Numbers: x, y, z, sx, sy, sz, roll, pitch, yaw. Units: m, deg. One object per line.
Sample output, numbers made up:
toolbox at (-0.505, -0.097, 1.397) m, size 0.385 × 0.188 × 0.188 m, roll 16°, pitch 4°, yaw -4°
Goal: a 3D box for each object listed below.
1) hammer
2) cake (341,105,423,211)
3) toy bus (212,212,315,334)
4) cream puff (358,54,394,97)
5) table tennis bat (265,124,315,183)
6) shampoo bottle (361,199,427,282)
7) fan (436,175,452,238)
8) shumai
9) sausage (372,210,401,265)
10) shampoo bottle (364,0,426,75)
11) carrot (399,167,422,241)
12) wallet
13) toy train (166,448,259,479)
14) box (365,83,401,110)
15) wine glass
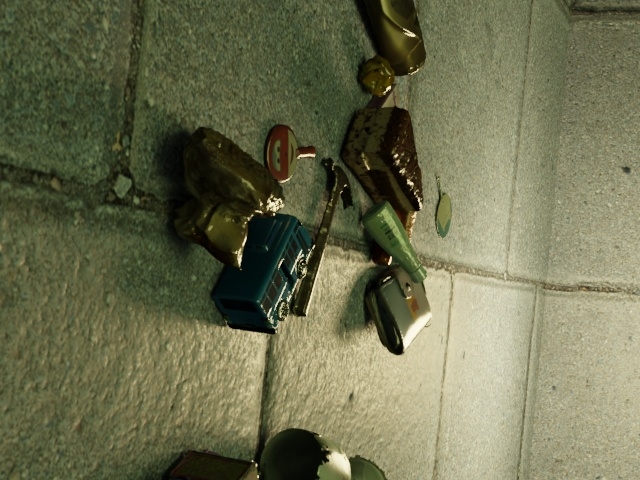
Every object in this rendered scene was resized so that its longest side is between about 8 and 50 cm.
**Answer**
hammer at (-0.001, 0.000, 1.740) m, size 0.125 × 0.027 × 0.297 m, roll 49°, pitch 50°, yaw -50°
cake at (0.141, -0.163, 1.913) m, size 0.246 × 0.112 × 0.135 m, roll 48°, pitch 49°, yaw -57°
toy bus at (-0.086, 0.044, 1.496) m, size 0.184 × 0.090 × 0.106 m, roll -67°, pitch 147°, yaw -34°
cream puff at (0.115, -0.322, 1.891) m, size 0.083 × 0.058 × 0.083 m, roll -49°, pitch 138°, yaw -49°
table tennis bat at (-0.052, -0.146, 1.621) m, size 0.155 × 0.019 × 0.098 m, roll -14°, pitch 106°, yaw -60°
shampoo bottle at (0.157, 0.009, 1.969) m, size 0.069 × 0.041 × 0.190 m, roll -41°, pitch 115°, yaw -13°
fan at (0.303, -0.086, 2.388) m, size 0.113 × 0.005 × 0.175 m, roll -57°, pitch 144°, yaw -44°
shumai at (-0.138, -0.058, 1.337) m, size 0.153 × 0.161 × 0.209 m, roll -58°, pitch -172°, yaw 6°
sausage at (0.140, -0.009, 2.016) m, size 0.039 × 0.041 × 0.131 m, roll 37°, pitch 59°, yaw -40°
shampoo bottle at (0.134, -0.468, 1.878) m, size 0.125 × 0.084 × 0.350 m, roll -66°, pitch 149°, yaw -30°
carrot at (0.186, -0.077, 2.086) m, size 0.060 × 0.060 × 0.186 m, roll 2°, pitch 95°, yaw -65°
wallet at (0.170, 0.139, 2.076) m, size 0.231 × 0.069 × 0.170 m, roll -30°, pitch 103°, yaw -64°
toy train at (-0.154, 0.432, 1.363) m, size 0.177 × 0.134 × 0.260 m, roll -43°, pitch 132°, yaw -56°
box at (0.125, -0.269, 1.947) m, size 0.117 × 0.036 × 0.050 m, roll -61°, pitch 144°, yaw -41°
wine glass at (0.006, 0.422, 1.704) m, size 0.321 × 0.143 × 0.143 m, roll 42°, pitch 57°, yaw -57°
